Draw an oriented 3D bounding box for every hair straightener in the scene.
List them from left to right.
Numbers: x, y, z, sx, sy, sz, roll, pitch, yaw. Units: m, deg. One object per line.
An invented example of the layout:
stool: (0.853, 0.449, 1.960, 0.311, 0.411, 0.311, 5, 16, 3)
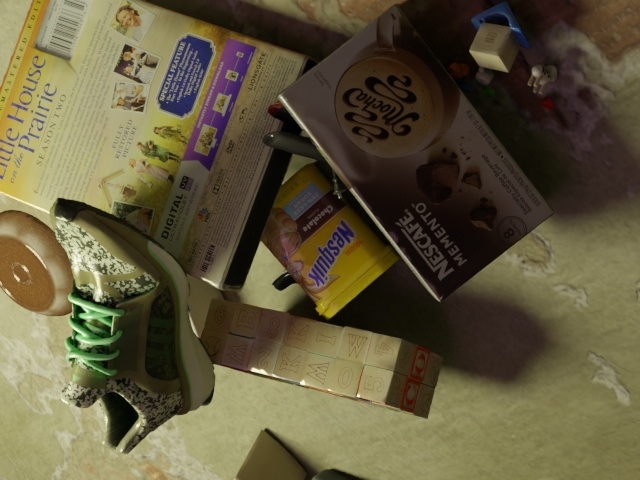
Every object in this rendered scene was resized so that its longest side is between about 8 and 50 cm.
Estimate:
hair straightener: (0.031, -0.086, 1.745, 0.230, 0.089, 0.047, 24, 154, -27)

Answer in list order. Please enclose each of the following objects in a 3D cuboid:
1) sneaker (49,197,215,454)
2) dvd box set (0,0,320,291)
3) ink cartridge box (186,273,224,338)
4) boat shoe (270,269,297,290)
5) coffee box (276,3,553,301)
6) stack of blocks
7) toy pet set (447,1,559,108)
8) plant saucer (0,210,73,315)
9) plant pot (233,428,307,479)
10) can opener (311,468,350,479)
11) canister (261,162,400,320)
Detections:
sneaker: (-0.256, 0.124, 1.799, 0.158, 0.182, 0.410, 15, 142, 32)
dvd box set: (-0.232, -0.148, 1.856, 0.420, 0.062, 0.307, 21, 92, 25)
ink cartridge box: (-0.245, 0.079, 2.139, 0.191, 0.082, 0.139, 1, 120, 39)
boat shoe: (-0.018, 0.043, 1.958, 0.133, 0.049, 0.042, -31, 91, 42)
coffee box: (0.106, -0.098, 1.652, 0.297, 0.168, 0.119, 53, -179, -5)
stack of blocks: (0.007, 0.158, 1.927, 0.297, 0.171, 0.087, 10, 82, 32)
toy pet set: (0.203, -0.210, 1.611, 0.122, 0.065, 0.114, 16, 164, 32)
plant saucer: (-0.472, 0.046, 2.328, 0.198, 0.036, 0.198, 21, 132, 26)
plant pot: (-0.084, 0.377, 2.221, 0.096, 0.109, 0.109, 28, 135, 2)
can opener: (0.105, 0.405, 2.111, 0.280, 0.093, 0.074, 16, 127, 40)
canister: (0.000, 0.000, 1.869, 0.126, 0.073, 0.170, -42, 88, 12)
